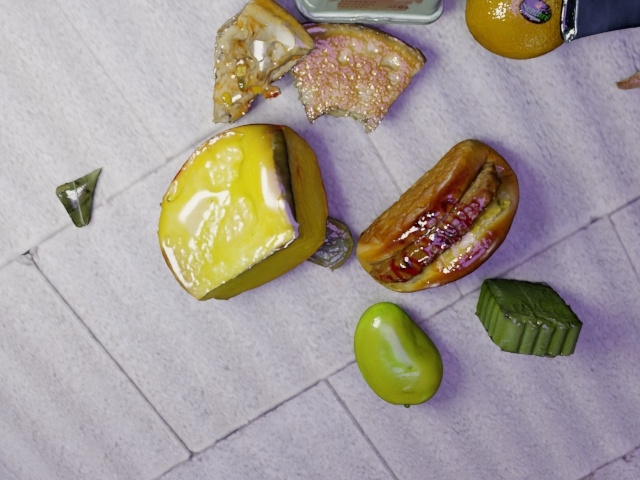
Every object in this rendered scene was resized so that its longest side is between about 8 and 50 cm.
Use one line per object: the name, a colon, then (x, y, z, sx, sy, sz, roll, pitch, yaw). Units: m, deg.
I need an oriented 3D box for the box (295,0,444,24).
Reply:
box: (0.109, -0.536, 1.381, 0.312, 0.182, 0.175, -1, 89, -5)

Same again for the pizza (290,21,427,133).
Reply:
pizza: (0.057, -0.349, 1.511, 0.323, 0.089, 0.223, 9, 101, -6)

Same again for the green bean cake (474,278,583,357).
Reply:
green bean cake: (0.486, 0.179, 1.665, 0.200, 0.214, 0.113, 7, 114, -8)

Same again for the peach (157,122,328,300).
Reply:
peach: (-0.150, -0.073, 1.509, 0.380, 0.242, 0.306, -38, 80, 22)

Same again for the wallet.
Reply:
wallet: (0.571, -0.506, 1.403, 0.379, 0.046, 0.190, -23, 116, -43)

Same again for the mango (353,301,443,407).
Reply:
mango: (0.177, 0.278, 1.703, 0.185, 0.149, 0.273, -38, 102, 15)

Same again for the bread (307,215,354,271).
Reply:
bread: (0.000, 0.000, 1.636, 0.156, 0.064, 0.117, 19, 104, -12)

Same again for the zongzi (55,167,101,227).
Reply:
zongzi: (-0.513, -0.093, 1.570, 0.113, 0.052, 0.104, -28, 117, -9)

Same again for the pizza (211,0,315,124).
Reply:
pizza: (-0.153, -0.362, 1.461, 0.297, 0.071, 0.189, -38, 91, 34)

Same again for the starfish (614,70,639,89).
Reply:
starfish: (0.796, -0.423, 1.577, 0.295, 0.048, 0.231, -11, 119, 1)

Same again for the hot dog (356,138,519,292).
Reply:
hot dog: (0.269, -0.031, 1.569, 0.405, 0.223, 0.185, -44, 110, 10)

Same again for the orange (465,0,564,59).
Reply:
orange: (0.411, -0.479, 1.434, 0.236, 0.236, 0.236, -2, 109, -5)
